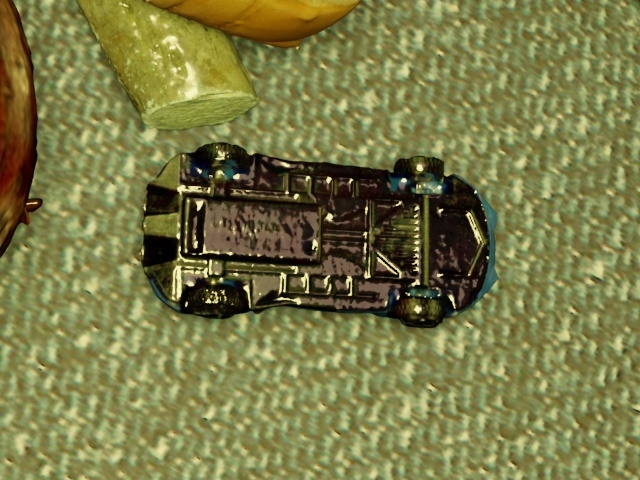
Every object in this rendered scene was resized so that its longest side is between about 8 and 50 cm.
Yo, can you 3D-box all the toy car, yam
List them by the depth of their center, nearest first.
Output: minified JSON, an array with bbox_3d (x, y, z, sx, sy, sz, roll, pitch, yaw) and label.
[{"bbox_3d":[0.000,0.000,0.869,0.216,0.063,0.103,4,80,-13],"label":"toy car"},{"bbox_3d":[-0.108,-0.147,0.873,0.078,0.078,0.179,-26,87,-12],"label":"yam"}]

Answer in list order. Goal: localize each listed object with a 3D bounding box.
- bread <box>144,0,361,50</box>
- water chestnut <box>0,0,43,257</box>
[{"bbox_3d":[-0.058,-0.222,0.849,0.236,0.070,0.236,16,61,-30],"label":"bread"},{"bbox_3d":[-0.295,-0.058,0.702,0.335,0.347,0.335,3,79,-18],"label":"water chestnut"}]
